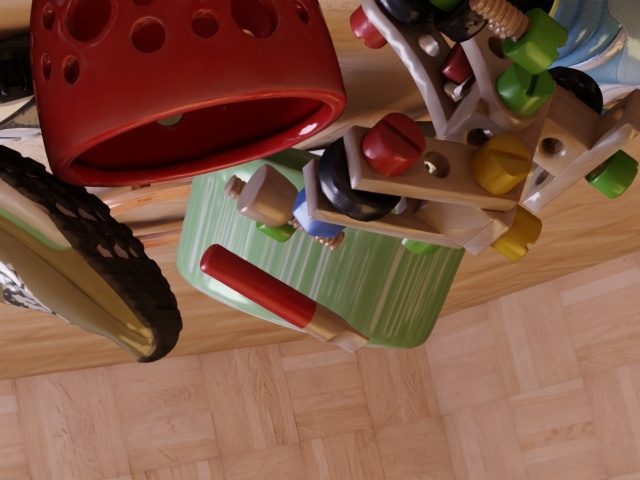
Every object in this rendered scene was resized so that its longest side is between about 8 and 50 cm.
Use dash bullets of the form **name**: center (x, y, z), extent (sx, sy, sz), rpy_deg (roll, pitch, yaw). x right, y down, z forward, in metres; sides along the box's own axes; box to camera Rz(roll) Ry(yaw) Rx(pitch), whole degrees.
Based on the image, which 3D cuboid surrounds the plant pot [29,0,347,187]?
- **plant pot**: center (-0.092, -0.140, 0.954), extent (0.191, 0.174, 0.191), rpy_deg (-12, 170, -2)

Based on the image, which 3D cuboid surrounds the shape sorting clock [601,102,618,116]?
- **shape sorting clock**: center (0.265, -0.140, 1.829), extent (0.206, 0.040, 0.206), rpy_deg (-10, 166, -3)

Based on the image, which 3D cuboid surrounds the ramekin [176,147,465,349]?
- **ramekin**: center (0.000, 0.000, 1.540), extent (0.304, 0.148, 0.303), rpy_deg (17, -173, -2)

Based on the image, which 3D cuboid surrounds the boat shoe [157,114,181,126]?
- **boat shoe**: center (-0.119, -0.111, 1.391), extent (0.228, 0.081, 0.069), rpy_deg (-2, 170, -18)

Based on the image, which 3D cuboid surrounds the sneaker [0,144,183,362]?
- **sneaker**: center (-0.279, 0.007, 0.970), extent (0.410, 0.182, 0.158), rpy_deg (25, -176, 16)

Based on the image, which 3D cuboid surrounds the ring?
- **ring**: center (-0.183, -0.039, 1.853), extent (0.337, 0.032, 0.336), rpy_deg (-13, 171, -2)

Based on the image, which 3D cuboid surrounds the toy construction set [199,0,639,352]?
- **toy construction set**: center (0.096, -0.041, 1.077), extent (0.237, 0.257, 0.309), rpy_deg (33, 113, -19)

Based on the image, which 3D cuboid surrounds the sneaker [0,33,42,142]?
- **sneaker**: center (-0.275, -0.113, 1.158), extent (0.234, 0.078, 0.106), rpy_deg (-13, 173, 11)

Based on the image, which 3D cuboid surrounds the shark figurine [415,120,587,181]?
- **shark figurine**: center (0.201, -0.117, 1.674), extent (0.278, 0.116, 0.166), rpy_deg (5, -164, 8)

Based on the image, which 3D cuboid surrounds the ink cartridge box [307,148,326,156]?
- **ink cartridge box**: center (0.028, -0.093, 1.754), extent (0.063, 0.029, 0.115), rpy_deg (-4, 179, -43)

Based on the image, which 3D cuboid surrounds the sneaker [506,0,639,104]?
- **sneaker**: center (0.180, -0.188, 1.270), extent (0.208, 0.127, 0.319), rpy_deg (9, 175, -19)

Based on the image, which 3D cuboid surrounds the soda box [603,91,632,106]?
- **soda box**: center (0.273, -0.180, 1.559), extent (0.063, 0.058, 0.183), rpy_deg (-18, 169, 26)
